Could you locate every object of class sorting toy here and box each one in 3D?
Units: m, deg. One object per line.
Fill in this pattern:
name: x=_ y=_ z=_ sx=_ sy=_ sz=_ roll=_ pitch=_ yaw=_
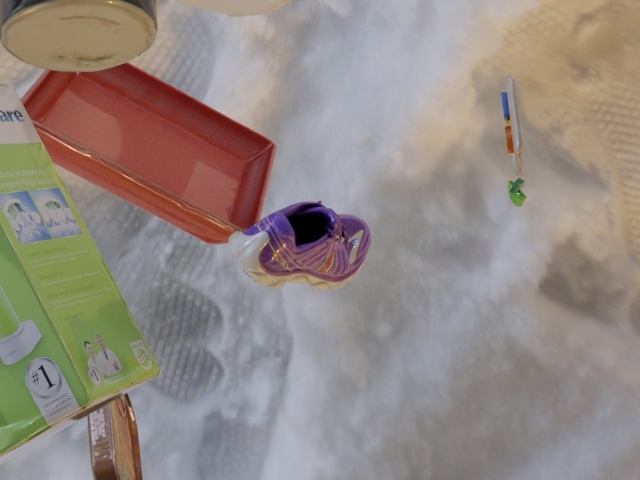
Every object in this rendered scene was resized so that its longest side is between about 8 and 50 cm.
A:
sorting toy: x=0.138 y=-0.068 z=0.907 sx=0.012 sy=0.062 sz=0.083 roll=-6 pitch=73 yaw=7

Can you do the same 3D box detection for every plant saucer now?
plant saucer: x=-0.177 y=-0.099 z=1.317 sx=0.258 sy=0.259 sz=0.048 roll=28 pitch=113 yaw=-10

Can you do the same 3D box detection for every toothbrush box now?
toothbrush box: x=-0.298 y=0.041 z=1.050 sx=0.206 sy=0.122 sz=0.283 roll=-31 pitch=86 yaw=21

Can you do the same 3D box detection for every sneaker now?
sneaker: x=0.000 y=0.000 z=1.042 sx=0.071 sy=0.170 sz=0.068 roll=-38 pitch=75 yaw=28

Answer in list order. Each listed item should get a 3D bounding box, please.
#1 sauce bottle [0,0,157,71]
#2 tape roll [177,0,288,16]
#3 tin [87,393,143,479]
sauce bottle: x=-0.125 y=-0.250 z=0.605 sx=0.111 sy=0.111 sz=0.344 roll=-10 pitch=71 yaw=1
tape roll: x=-0.187 y=-0.414 z=1.529 sx=0.392 sy=0.392 sz=0.072 roll=28 pitch=71 yaw=-9
tin: x=-0.251 y=0.250 z=1.545 sx=0.040 sy=0.190 sz=0.106 roll=-14 pitch=138 yaw=0
